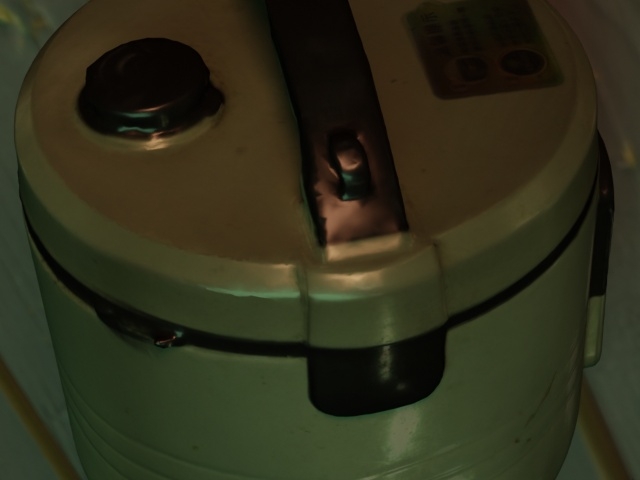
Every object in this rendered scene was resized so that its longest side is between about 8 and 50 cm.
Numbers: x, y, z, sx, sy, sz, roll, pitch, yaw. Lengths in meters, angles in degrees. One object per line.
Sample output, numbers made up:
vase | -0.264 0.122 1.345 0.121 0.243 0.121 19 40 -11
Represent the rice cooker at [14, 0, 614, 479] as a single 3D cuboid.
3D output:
rice cooker | 0.000 0.000 0.732 0.226 0.226 0.244 3 134 12
